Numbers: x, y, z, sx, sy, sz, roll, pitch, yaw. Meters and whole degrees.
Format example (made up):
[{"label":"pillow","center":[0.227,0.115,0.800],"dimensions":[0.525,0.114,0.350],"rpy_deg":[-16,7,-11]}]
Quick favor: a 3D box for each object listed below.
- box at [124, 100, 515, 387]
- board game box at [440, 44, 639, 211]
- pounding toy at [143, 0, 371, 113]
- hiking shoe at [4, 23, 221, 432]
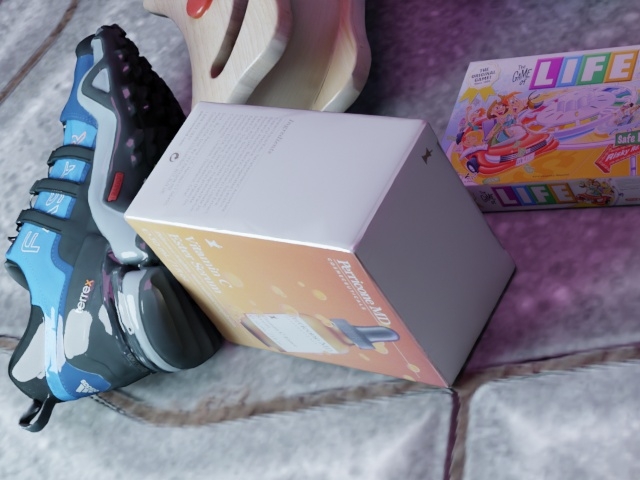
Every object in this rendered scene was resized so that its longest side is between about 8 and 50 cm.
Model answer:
[{"label":"box","center":[0.000,0.000,0.958],"dimensions":[0.170,0.130,0.091],"rpy_deg":[8,57,40]},{"label":"board game box","center":[0.147,-0.066,0.997],"dimensions":[0.154,0.026,0.103],"rpy_deg":[-3,51,33]},{"label":"pounding toy","center":[-0.075,-0.176,1.131],"dimensions":[0.154,0.155,0.269],"rpy_deg":[-38,43,38]},{"label":"hiking shoe","center":[-0.154,-0.027,1.102],"dimensions":[0.132,0.113,0.304],"rpy_deg":[-24,42,13]}]
